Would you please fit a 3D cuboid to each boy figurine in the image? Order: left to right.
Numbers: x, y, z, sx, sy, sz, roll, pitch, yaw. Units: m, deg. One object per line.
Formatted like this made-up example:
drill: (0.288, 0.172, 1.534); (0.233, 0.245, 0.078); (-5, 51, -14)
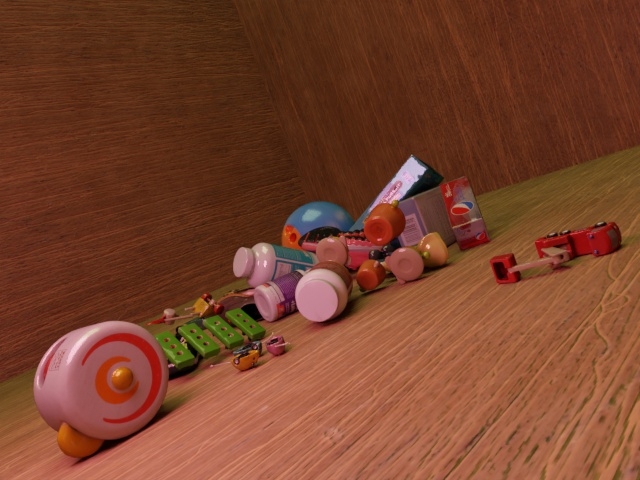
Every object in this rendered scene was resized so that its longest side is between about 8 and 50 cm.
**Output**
boy figurine: (0.236, 0.044, 1.436); (0.177, 0.092, 0.285); (-19, -2, -24)

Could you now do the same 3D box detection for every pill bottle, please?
pill bottle: (-0.135, 0.088, 1.656); (0.264, 0.146, 0.146); (13, -18, -33)
pill bottle: (-0.082, 0.147, 1.509); (0.193, 0.108, 0.108); (-22, 3, -30)
pill bottle: (0.008, 0.119, 1.237); (0.121, 0.121, 0.216); (-20, 2, 10)

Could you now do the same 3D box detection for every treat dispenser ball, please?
treat dispenser ball: (0.000, 0.000, 1.943); (0.288, 0.288, 0.288); (-20, 3, 1)

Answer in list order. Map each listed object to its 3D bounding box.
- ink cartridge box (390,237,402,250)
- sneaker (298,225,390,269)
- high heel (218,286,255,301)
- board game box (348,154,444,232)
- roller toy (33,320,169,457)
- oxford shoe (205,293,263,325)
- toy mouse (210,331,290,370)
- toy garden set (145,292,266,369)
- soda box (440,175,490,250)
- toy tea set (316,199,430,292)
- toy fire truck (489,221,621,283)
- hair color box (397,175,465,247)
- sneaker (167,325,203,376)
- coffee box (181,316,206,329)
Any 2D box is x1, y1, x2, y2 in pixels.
ink cartridge box: (0.331, -0.004, 1.893); (0.180, 0.060, 0.104); (-24, 2, 0)
sneaker: (0.075, 0.038, 1.730); (0.314, 0.136, 0.116); (2, 27, 19)
high heel: (-0.235, 0.192, 1.858); (0.186, 0.093, 0.261); (-26, -9, 28)
board game box: (0.271, -0.129, 1.860); (0.336, 0.079, 0.254); (-50, -20, 15)
roller toy: (-0.366, 0.237, 0.895); (0.146, 0.191, 0.209); (-17, 4, 42)
oxford shoe: (-0.252, 0.215, 1.605); (0.271, 0.097, 0.098); (-19, 9, 23)
toy mouse: (-0.119, 0.222, 1.070); (0.161, 0.031, 0.143); (-19, 3, 18)
toy garden set: (-0.289, 0.214, 1.253); (0.204, 0.049, 0.244); (31, 30, 35)
soda box: (0.423, -0.086, 1.566); (0.092, 0.083, 0.263); (-20, 29, 17)
toy tea set: (0.114, 0.037, 1.372); (0.336, 0.200, 0.124); (-25, 8, 30)
toy fire truck: (0.416, 0.022, 0.939); (0.192, 0.047, 0.135); (-17, 5, 44)
hair color box: (0.388, -0.080, 1.753); (0.114, 0.185, 0.374); (-20, 2, 43)
sneaker: (-0.339, 0.259, 1.281); (0.084, 0.097, 0.234); (-21, 3, 2)
coffee box: (-0.402, 0.282, 1.918); (0.113, 0.040, 0.184); (-20, 2, 28)
